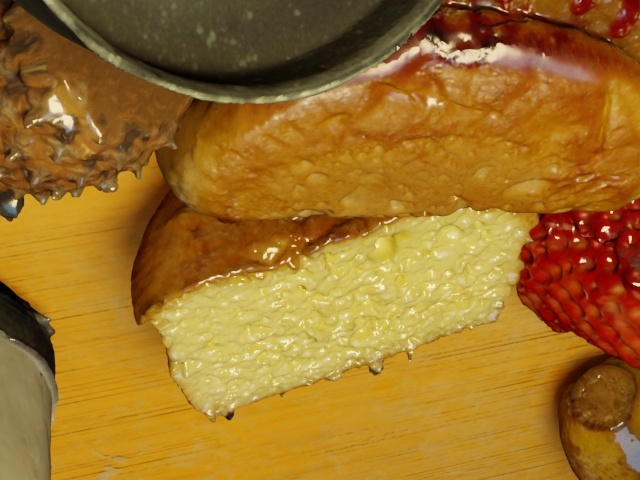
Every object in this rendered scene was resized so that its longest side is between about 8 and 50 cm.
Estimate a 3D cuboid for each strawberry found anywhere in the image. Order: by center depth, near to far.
[{"bbox_3d":[0.292,0.028,1.083,0.205,0.244,0.205,-9,130,-11],"label":"strawberry"}]

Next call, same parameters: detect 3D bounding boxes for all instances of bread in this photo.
[{"bbox_3d":[0.000,0.000,0.993,0.340,0.179,0.194,-19,134,-9],"label":"bread"}]

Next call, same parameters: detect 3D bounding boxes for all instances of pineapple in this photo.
[{"bbox_3d":[-0.241,-0.074,0.811,0.166,0.165,0.365,25,148,-35],"label":"pineapple"}]

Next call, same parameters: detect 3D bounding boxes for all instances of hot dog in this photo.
[{"bbox_3d":[0.072,-0.142,0.836,0.405,0.185,0.223,-2,143,-3],"label":"hot dog"}]

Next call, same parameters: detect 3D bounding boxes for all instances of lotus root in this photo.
[{"bbox_3d":[0.388,0.230,1.338,0.193,0.193,0.291,-42,127,15],"label":"lotus root"}]

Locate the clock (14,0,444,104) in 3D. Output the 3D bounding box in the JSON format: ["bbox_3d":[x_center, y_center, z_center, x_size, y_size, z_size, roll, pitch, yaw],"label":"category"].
[{"bbox_3d":[-0.032,-0.260,0.559,0.386,0.076,0.386,-21,121,-38],"label":"clock"}]

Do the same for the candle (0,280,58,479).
[{"bbox_3d":[-0.320,0.192,0.925,0.221,0.342,0.221,-8,132,-9],"label":"candle"}]
